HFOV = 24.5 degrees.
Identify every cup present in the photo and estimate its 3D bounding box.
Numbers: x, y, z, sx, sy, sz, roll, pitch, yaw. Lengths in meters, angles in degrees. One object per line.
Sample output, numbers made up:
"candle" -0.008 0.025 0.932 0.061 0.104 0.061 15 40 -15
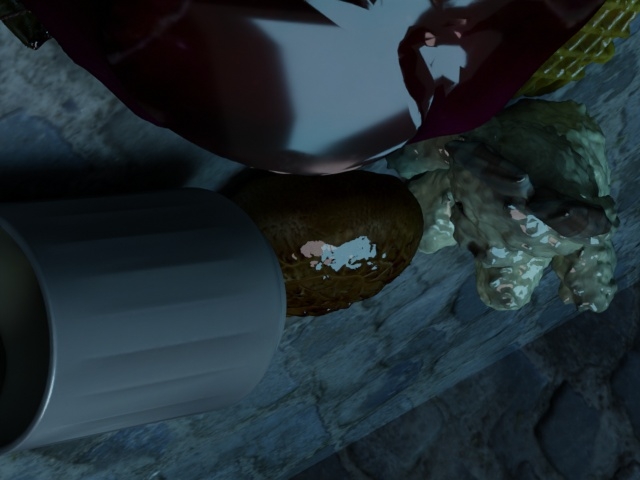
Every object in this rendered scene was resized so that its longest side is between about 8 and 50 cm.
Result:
"cup" -0.242 0.077 1.481 0.323 0.237 0.327 -8 179 40

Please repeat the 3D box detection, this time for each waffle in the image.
"waffle" 0.301 -0.250 1.706 0.229 0.057 0.219 -43 158 28

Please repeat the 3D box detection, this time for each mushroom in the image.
"mushroom" 0.000 0.000 1.706 0.253 0.153 0.253 -12 163 -4

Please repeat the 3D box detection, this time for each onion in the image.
"onion" -0.019 -0.263 0.854 0.398 0.398 0.420 -34 -155 8

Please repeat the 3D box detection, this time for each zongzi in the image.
"zongzi" -0.210 -0.174 1.132 0.083 0.067 0.073 -41 160 -28

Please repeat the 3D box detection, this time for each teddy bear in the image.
"teddy bear" 0.197 -0.014 1.714 0.375 0.327 0.362 -51 179 37
